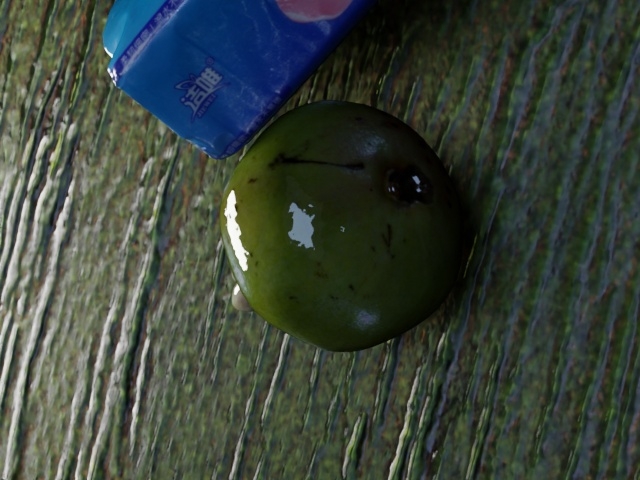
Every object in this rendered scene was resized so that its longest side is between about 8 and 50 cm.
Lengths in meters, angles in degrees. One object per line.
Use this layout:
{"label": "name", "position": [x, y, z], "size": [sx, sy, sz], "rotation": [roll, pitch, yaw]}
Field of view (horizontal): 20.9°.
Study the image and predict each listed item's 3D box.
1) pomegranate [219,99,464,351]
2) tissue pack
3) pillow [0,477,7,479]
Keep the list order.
{"label": "pomegranate", "position": [0.005, 0.008, 1.257], "size": [0.179, 0.179, 0.210], "rotation": [45, 127, 27]}
{"label": "tissue pack", "position": [-0.029, -0.213, 1.264], "size": [0.137, 0.209, 0.270], "rotation": [38, 111, -14]}
{"label": "pillow", "position": [-0.273, 0.313, 1.444], "size": [0.144, 0.078, 0.254], "rotation": [15, 94, 32]}
